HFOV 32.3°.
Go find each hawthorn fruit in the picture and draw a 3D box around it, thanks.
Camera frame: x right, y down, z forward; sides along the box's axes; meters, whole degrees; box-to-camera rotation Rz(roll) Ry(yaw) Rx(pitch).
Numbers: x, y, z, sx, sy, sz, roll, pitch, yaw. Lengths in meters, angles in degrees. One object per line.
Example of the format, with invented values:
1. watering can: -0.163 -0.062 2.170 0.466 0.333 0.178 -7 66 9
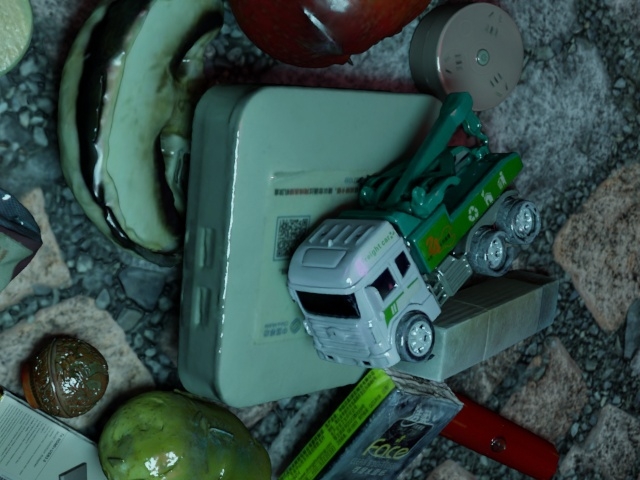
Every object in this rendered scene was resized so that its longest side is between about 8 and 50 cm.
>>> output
1. hawthorn fruit: -0.008 -0.360 1.307 0.265 0.265 0.307 -35 100 -18

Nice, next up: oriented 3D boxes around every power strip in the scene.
1. power strip: 0.205 -0.259 1.540 0.154 0.078 0.154 -6 104 -27

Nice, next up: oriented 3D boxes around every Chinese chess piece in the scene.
1. Chinese chess piece: -0.392 -0.247 1.225 0.144 0.058 0.144 -8 106 -29

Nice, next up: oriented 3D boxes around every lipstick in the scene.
1. lipstick: 0.252 0.294 1.690 0.280 0.073 0.073 29 86 -29
2. lipstick: 0.224 0.111 1.536 0.371 0.080 0.076 -13 113 -55

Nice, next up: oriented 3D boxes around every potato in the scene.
1. potato: -0.166 0.275 1.399 0.248 0.143 0.169 28 55 -38

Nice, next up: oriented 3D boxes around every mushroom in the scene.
1. mushroom: -0.208 -0.148 1.315 0.247 0.130 0.344 -18 115 -53

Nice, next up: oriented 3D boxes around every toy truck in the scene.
1. toy truck: 0.114 -0.009 1.346 0.363 0.177 0.178 -48 121 -30

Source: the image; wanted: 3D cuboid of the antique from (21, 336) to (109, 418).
1. antique: -0.305 0.165 1.336 0.104 0.104 0.104 -6 104 -28

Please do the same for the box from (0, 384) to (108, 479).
1. box: -0.337 0.296 1.385 0.247 0.033 0.129 39 80 -29

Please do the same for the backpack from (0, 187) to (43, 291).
1. backpack: -0.491 0.015 1.148 0.317 0.197 0.283 34 85 -25

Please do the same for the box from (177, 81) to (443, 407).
1. box: -0.001 0.000 1.419 0.396 0.111 0.396 -4 103 -45

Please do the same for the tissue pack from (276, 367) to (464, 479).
1. tissue pack: 0.067 0.279 1.519 0.235 0.073 0.173 -50 143 14

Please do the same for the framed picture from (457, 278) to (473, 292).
1. framed picture: 0.181 0.106 1.576 0.128 0.023 0.168 -66 151 -19
